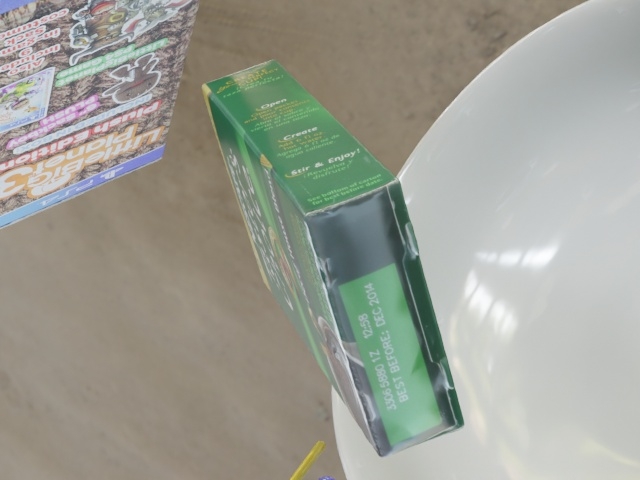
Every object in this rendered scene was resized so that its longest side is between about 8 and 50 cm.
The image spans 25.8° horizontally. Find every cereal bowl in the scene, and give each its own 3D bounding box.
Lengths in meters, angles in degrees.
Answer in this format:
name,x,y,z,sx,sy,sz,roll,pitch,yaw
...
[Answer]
name,x,y,z,sx,sy,sz,roll,pitch,yaw
cereal bowl,0.165,0.039,0.759,0.141,0.339,0.339,31,164,-31

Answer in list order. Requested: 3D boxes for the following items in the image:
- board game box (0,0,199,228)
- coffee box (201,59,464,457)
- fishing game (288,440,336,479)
name,x,y,z,sx,sy,sz,roll,pitch,yaw
board game box,-0.192,-0.170,0.812,0.232,0.141,0.291,60,161,11
coffee box,0.000,0.000,0.588,0.184,0.040,0.113,-127,18,-62
fishing game,0.073,0.201,0.902,0.264,0.189,0.041,18,139,34
